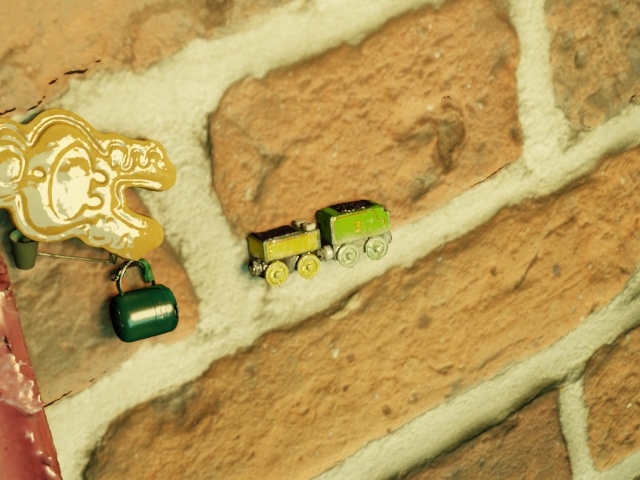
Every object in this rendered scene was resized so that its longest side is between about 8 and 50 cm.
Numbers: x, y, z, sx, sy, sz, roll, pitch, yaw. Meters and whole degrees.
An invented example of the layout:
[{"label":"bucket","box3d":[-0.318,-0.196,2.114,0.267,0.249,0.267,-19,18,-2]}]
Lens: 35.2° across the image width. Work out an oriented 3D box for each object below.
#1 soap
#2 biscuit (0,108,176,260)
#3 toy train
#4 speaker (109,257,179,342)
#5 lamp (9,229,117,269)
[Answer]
[{"label":"soap","box3d":[-0.353,0.183,1.063,0.127,0.220,0.324,-15,118,-15]},{"label":"biscuit","box3d":[-0.272,-0.065,1.094,0.236,0.040,0.144,14,82,-31]},{"label":"toy train","box3d":[0.000,0.000,1.287,0.202,0.060,0.081,-14,109,-25]},{"label":"speaker","box3d":[-0.215,0.070,1.198,0.075,0.060,0.094,-13,81,-26]},{"label":"lamp","box3d":[-0.288,0.012,1.138,0.121,0.041,0.054,-7,126,-27]}]
